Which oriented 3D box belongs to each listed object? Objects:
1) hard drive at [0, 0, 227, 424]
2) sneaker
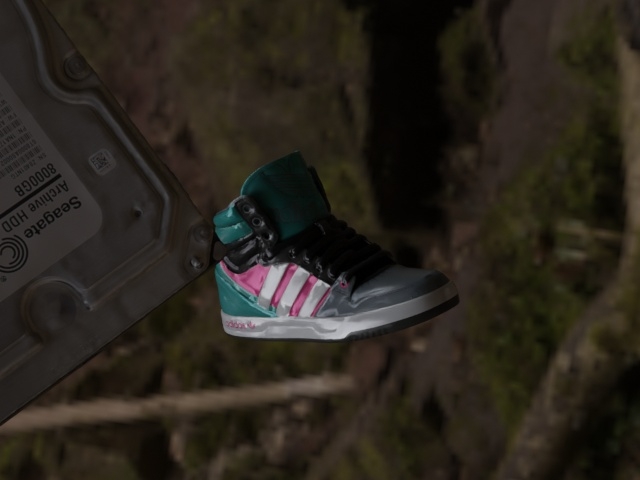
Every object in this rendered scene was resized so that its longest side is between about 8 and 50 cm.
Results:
[{"bbox_3d":[-0.251,-0.056,1.247,0.237,0.339,0.064,-36,1,-14],"label":"hard drive"},{"bbox_3d":[0.000,0.000,1.942,0.124,0.295,0.178,-26,-73,-46],"label":"sneaker"}]
